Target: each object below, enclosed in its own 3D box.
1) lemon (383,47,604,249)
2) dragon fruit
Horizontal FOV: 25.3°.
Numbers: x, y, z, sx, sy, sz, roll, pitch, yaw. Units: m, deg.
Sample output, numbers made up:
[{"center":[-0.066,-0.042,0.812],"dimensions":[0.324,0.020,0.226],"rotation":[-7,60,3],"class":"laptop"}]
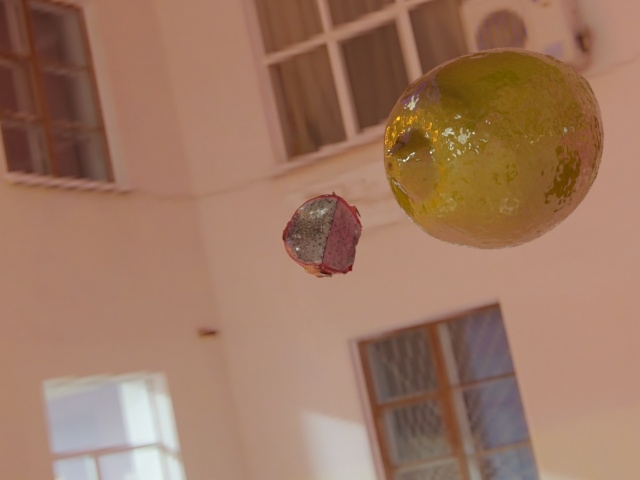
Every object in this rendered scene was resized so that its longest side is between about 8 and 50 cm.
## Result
[{"center":[0.163,-0.085,1.295],"dimensions":[0.248,0.184,0.184],"rotation":[-23,-2,-33],"class":"lemon"},{"center":[0.000,0.000,1.382],"dimensions":[0.060,0.083,0.056],"rotation":[-1,-21,32],"class":"dragon fruit"}]
